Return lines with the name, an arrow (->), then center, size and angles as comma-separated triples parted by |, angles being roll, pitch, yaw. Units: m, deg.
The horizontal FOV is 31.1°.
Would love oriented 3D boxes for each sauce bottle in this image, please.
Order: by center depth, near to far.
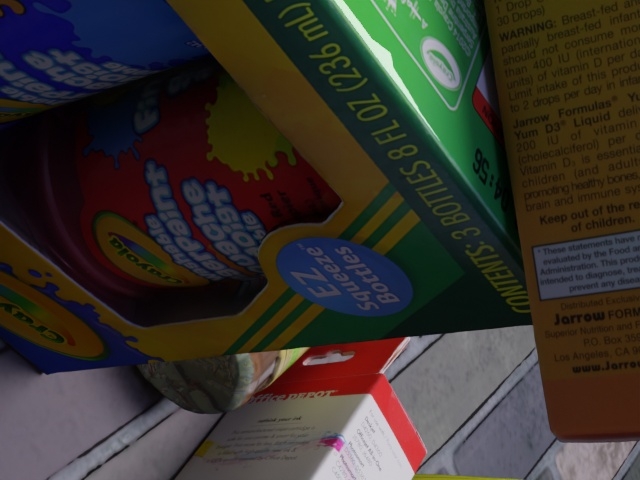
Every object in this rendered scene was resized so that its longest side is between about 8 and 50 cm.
sauce bottle -> 0.000, 0.000, 0.870 | 0.344, 0.111, 0.111 | -40, 113, -47

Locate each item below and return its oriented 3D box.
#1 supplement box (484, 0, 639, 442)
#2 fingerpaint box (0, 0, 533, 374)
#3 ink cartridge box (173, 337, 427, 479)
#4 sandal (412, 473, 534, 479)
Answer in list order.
supplement box -> 0.125, -0.041, 0.469 | 0.078, 0.080, 0.233 | -5, 84, -54
fingerpaint box -> -0.131, -0.129, 0.529 | 0.445, 0.371, 0.163 | 49, 48, -34
ink cartridge box -> -0.021, 0.166, 0.787 | 0.231, 0.134, 0.078 | -50, 119, -43
sandal -> 0.133, 0.267, 0.970 | 0.317, 0.126, 0.138 | 19, 72, -46
